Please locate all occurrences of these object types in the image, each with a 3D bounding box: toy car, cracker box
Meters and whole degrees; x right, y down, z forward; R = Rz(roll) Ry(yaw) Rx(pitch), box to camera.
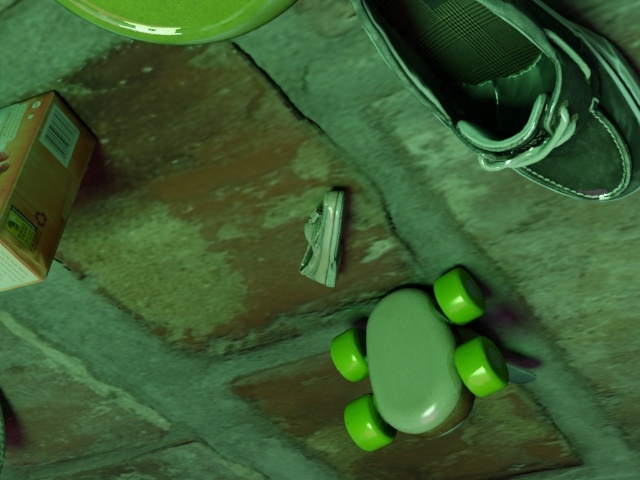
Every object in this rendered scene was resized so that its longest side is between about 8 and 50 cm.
[{"bbox_3d":[0.131,0.139,0.911,0.155,0.149,0.188,-32,139,25],"label":"toy car"},{"bbox_3d":[-0.313,-0.022,0.756,0.232,0.155,0.067,-14,136,23],"label":"cracker box"}]

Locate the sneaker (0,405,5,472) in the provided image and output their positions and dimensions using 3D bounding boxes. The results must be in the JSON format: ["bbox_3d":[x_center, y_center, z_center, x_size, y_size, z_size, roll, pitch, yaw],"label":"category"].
[{"bbox_3d":[-0.497,0.172,1.055,0.150,0.135,0.366,0,132,20],"label":"sneaker"}]

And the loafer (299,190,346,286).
[{"bbox_3d":[0.000,0.000,0.828,0.039,0.045,0.125,11,144,6],"label":"loafer"}]

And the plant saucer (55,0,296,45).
[{"bbox_3d":[-0.110,-0.214,0.589,0.241,0.037,0.241,4,141,3],"label":"plant saucer"}]

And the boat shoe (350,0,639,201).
[{"bbox_3d":[0.121,-0.102,0.622,0.335,0.119,0.121,33,133,-31],"label":"boat shoe"}]
